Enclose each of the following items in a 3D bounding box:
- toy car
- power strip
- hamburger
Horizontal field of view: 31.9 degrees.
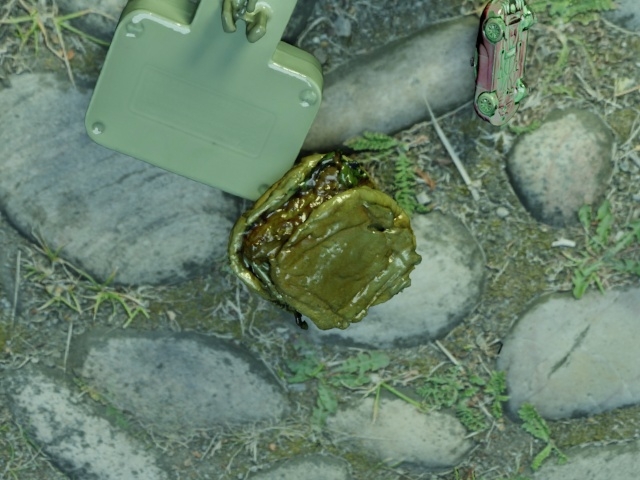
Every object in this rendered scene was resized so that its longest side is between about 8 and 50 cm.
[{"bbox_3d":[0.192,-0.195,1.210,0.055,0.069,0.142,23,126,35],"label":"toy car"},{"bbox_3d":[-0.105,-0.181,1.175,0.229,0.141,0.261,21,119,-13],"label":"power strip"},{"bbox_3d":[0.000,0.000,1.258,0.183,0.130,0.206,-43,129,2],"label":"hamburger"}]
